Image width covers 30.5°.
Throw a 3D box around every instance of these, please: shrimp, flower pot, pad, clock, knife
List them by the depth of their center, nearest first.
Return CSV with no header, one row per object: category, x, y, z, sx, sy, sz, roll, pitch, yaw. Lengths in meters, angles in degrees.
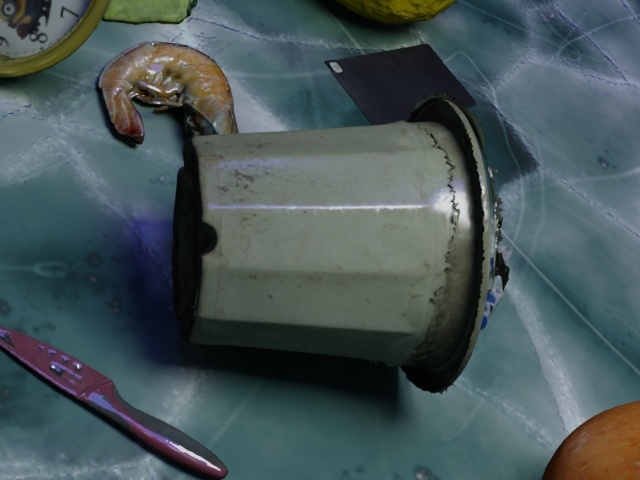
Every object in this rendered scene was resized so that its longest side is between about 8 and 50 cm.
knife,-0.184,0.133,1.005,0.247,0.018,0.035,33,46,0
flower pot,0.000,0.000,1.080,0.259,0.290,0.290,0,51,-14
clock,-0.309,-0.278,1.187,0.237,0.237,0.057,41,7,8
shrimp,-0.151,-0.122,1.236,0.143,0.052,0.251,-6,48,-22
pad,0.105,-0.199,1.485,0.193,0.004,0.116,-16,62,-40

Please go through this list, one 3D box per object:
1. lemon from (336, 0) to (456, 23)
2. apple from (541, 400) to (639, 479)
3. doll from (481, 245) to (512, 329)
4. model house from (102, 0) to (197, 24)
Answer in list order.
lemon,0.101,-0.423,1.499,0.268,0.268,0.322,28,46,-7
apple,0.331,0.269,1.058,0.251,0.206,0.272,-18,62,-44
doll,0.139,0.052,1.245,0.114,0.057,0.227,37,34,-6
model house,-0.221,-0.375,1.314,0.214,0.189,0.195,1,54,-29
